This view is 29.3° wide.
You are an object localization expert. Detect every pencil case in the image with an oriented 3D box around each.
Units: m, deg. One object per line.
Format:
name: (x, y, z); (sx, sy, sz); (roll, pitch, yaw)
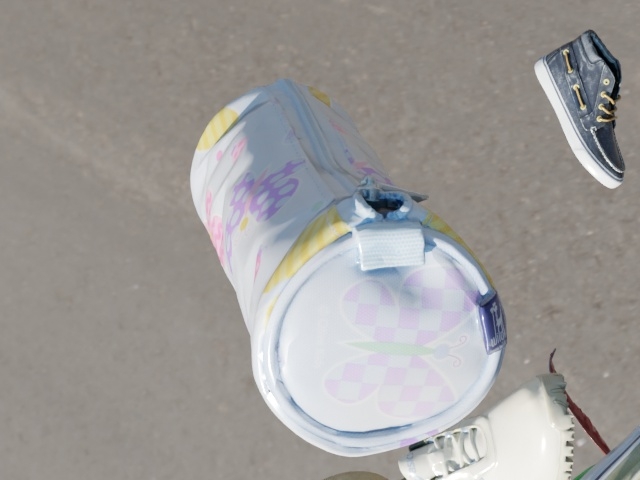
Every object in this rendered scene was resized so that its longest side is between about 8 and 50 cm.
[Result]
pencil case: (0.000, 0.000, 0.642); (0.273, 0.114, 0.124); (-122, 16, -67)

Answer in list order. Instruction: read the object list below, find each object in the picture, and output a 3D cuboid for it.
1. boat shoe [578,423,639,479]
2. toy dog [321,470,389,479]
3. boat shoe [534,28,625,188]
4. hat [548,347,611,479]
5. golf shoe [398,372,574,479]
boat shoe: (0.240, 0.174, 0.829); (0.109, 0.094, 0.302); (34, 86, 0)
toy dog: (0.047, 0.329, 1.001); (0.333, 0.161, 0.220); (116, 156, -58)
boat shoe: (0.329, -0.157, 1.454); (0.083, 0.065, 0.183); (-34, 77, 34)
hat: (0.258, 0.242, 1.056); (0.208, 0.183, 0.173); (30, 80, 31)
golf shoe: (0.094, 0.138, 0.743); (0.176, 0.086, 0.069); (113, 157, -50)
